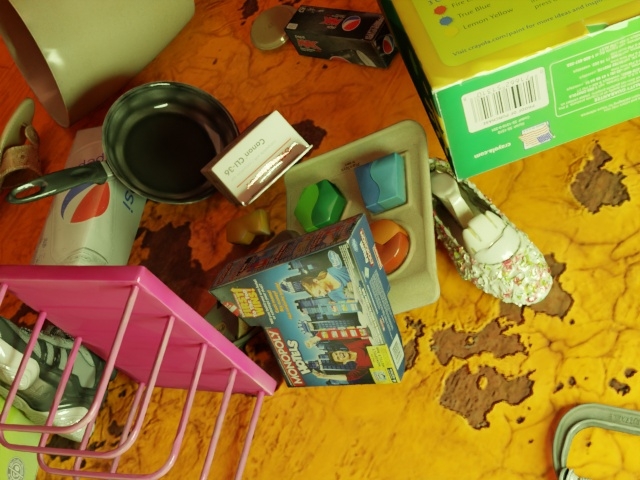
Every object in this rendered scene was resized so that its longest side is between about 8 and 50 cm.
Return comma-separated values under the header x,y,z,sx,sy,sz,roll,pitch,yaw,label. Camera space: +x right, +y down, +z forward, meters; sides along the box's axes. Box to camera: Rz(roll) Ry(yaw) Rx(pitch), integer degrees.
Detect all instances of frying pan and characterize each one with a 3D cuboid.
x,y,z,sx,sy,sz,roll,pitch,yaw,label
-0.248,-0.093,1.446,0.197,0.053,0.326,39,62,4,frying pan

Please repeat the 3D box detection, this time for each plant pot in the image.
x,y,z,sx,sy,sz,roll,pitch,yaw,label
-0.348,-0.353,1.667,0.274,0.257,0.256,-31,44,-18,plant pot

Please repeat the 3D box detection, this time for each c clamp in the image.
x,y,z,sx,sy,sz,roll,pitch,yaw,label
0.291,0.222,0.999,0.160,0.022,0.137,13,64,35,c clamp

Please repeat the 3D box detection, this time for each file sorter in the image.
x,y,z,sx,sy,sz,roll,pitch,yaw,label
-0.221,0.174,1.147,0.202,0.291,0.182,-1,59,29,file sorter

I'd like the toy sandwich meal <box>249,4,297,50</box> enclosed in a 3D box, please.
x,y,z,sx,sy,sz,roll,pitch,yaw,label
-0.070,-0.326,1.612,0.085,0.029,0.086,-10,64,20,toy sandwich meal

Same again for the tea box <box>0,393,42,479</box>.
x,y,z,sx,sy,sz,roll,pitch,yaw,label
-0.521,0.249,1.231,0.219,0.329,0.324,-9,52,23,tea box

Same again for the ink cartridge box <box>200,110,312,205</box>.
x,y,z,sx,sy,sz,roll,pitch,yaw,label
-0.086,-0.107,1.359,0.115,0.067,0.198,-44,11,-7,ink cartridge box

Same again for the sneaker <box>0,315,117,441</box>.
x,y,z,sx,sy,sz,roll,pitch,yaw,label
-0.332,0.121,1.266,0.101,0.269,0.153,11,58,32,sneaker

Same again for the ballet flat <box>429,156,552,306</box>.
x,y,z,sx,sy,sz,roll,pitch,yaw,label
0.173,-0.016,1.207,0.091,0.077,0.241,-38,47,-4,ballet flat

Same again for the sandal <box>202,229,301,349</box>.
x,y,z,sx,sy,sz,roll,pitch,yaw,label
-0.101,0.074,1.274,0.219,0.060,0.090,-42,52,16,sandal

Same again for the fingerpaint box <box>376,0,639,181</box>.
x,y,z,sx,sy,sz,roll,pitch,yaw,label
0.304,-0.314,1.262,0.444,0.163,0.371,-20,49,3,fingerpaint box

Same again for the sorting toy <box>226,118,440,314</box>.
x,y,z,sx,sy,sz,roll,pitch,yaw,label
0.000,0.000,1.271,0.307,0.041,0.229,-20,62,32,sorting toy

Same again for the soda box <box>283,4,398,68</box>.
x,y,z,sx,sy,sz,roll,pitch,yaw,label
0.032,-0.295,1.506,0.168,0.060,0.053,17,65,38,soda box

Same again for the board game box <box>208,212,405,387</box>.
x,y,z,sx,sy,sz,roll,pitch,yaw,label
-0.017,0.074,1.184,0.194,0.194,0.060,-5,31,27,board game box

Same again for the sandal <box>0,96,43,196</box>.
x,y,z,sx,sy,sz,roll,pitch,yaw,label
-0.483,-0.107,1.667,0.079,0.088,0.240,23,75,6,sandal

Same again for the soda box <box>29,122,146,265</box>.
x,y,z,sx,sy,sz,roll,pitch,yaw,label
-0.322,-0.027,1.483,0.091,0.098,0.286,-7,53,25,soda box
